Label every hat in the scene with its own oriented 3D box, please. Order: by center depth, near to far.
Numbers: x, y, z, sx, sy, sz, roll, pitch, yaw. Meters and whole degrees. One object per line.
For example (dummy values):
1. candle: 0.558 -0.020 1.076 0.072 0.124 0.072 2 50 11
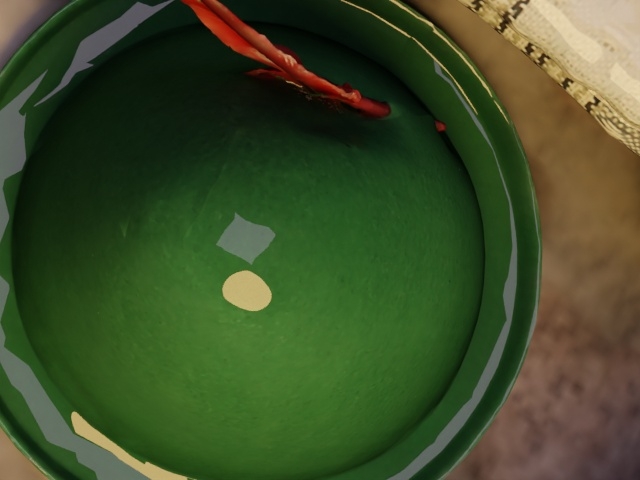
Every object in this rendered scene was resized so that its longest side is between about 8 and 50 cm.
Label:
1. hat: 0.000 0.000 0.342 0.208 0.183 0.173 11 86 -19

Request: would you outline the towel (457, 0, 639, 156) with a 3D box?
1. towel: 0.130 -0.170 0.382 0.324 0.056 0.312 39 76 -6
